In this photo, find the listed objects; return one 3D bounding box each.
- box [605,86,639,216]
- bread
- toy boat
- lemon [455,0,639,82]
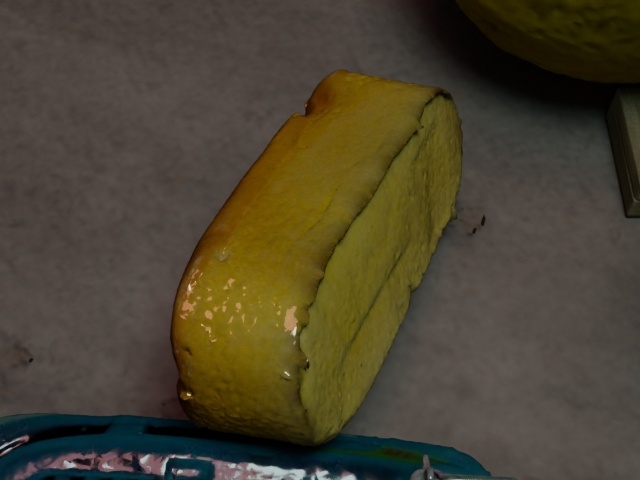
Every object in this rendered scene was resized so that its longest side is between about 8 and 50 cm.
[{"bbox_3d":[0.225,-0.054,0.720,0.079,0.035,0.083,0,59,-3],"label":"box"},{"bbox_3d":[0.000,0.000,0.609,0.094,0.102,0.245,10,44,22],"label":"bread"},{"bbox_3d":[-0.059,0.138,0.556,0.298,0.092,0.134,3,62,-2],"label":"toy boat"},{"bbox_3d":[0.195,-0.216,0.697,0.267,0.267,0.267,1,58,-2],"label":"lemon"}]
